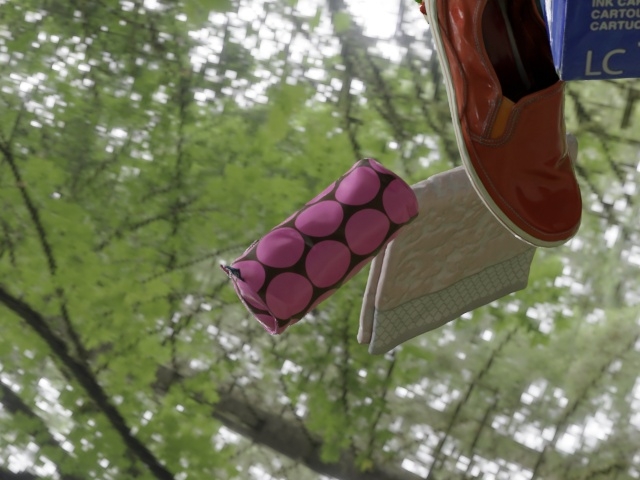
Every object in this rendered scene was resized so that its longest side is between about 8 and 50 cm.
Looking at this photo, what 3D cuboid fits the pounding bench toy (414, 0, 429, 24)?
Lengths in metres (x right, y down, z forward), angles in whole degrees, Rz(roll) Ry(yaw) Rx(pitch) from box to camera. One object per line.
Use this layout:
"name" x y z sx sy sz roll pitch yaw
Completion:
"pounding bench toy" 0.142 -0.311 1.577 0.065 0.083 0.052 -12 -40 -9

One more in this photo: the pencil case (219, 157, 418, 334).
"pencil case" 0.000 0.000 1.372 0.209 0.098 0.095 -37 -38 -13

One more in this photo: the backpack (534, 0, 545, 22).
"backpack" 0.305 -0.337 1.734 0.263 0.213 0.276 -36 -88 -45

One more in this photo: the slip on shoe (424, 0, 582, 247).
"slip on shoe" 0.204 -0.137 1.338 0.123 0.101 0.331 -31 -67 -27

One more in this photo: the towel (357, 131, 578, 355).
"towel" 0.215 0.005 1.920 0.331 0.053 0.317 -20 -39 -30

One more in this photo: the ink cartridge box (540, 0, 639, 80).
"ink cartridge box" 0.249 -0.225 0.717 0.395 0.270 0.151 -88 -4 -49
